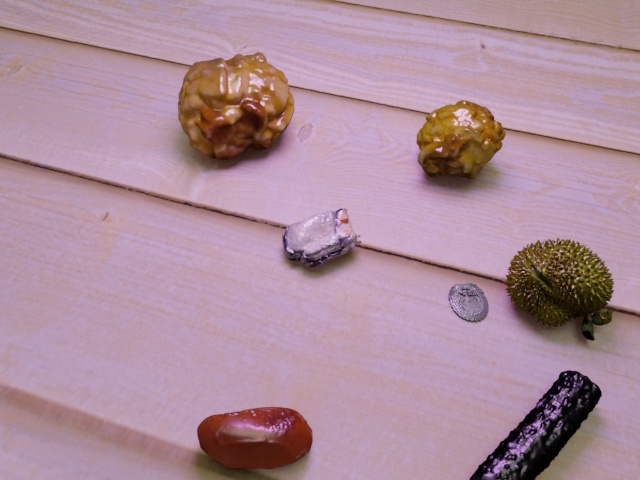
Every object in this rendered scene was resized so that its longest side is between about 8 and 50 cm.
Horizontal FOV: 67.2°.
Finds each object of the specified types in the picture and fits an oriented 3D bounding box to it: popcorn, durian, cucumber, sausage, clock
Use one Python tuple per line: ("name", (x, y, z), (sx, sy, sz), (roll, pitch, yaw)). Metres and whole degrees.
("popcorn", (-0.192, -0.338, 1.148), (0.264, 0.225, 0.332), (3, 41, 7))
("durian", (0.440, 0.070, 0.875), (0.198, 0.159, 0.146), (13, 42, 4))
("cucumber", (0.328, 0.313, 0.744), (0.300, 0.072, 0.072), (-35, 61, -23))
("sausage", (-0.101, 0.300, 0.735), (0.179, 0.089, 0.089), (-2, 53, -5))
("clock", (0.286, 0.118, 0.927), (0.074, 0.010, 0.083), (-6, 54, -6))
("popcorn", (0.312, -0.215, 1.083), (0.197, 0.197, 0.156), (3, 68, 1))

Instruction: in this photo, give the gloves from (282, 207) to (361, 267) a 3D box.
("gloves", (0.000, 0.001, 0.976), (0.153, 0.070, 0.114), (-18, 63, -6))
